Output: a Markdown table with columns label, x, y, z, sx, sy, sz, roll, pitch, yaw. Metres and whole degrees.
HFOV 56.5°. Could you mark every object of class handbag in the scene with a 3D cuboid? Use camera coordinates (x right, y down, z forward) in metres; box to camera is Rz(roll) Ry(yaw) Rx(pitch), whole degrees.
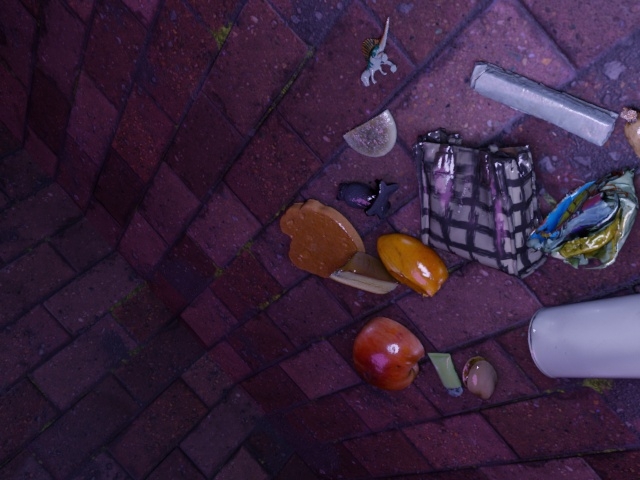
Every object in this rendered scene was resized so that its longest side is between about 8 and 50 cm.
| label | x | y | z | sx | sy | sz | roll | pitch | yaw |
| --- | --- | --- | --- | --- | --- | --- | --- | --- | --- |
| handbag | 0.393 | -0.098 | 1.502 | 0.325 | 0.162 | 0.327 | 23 | 135 | 49 |

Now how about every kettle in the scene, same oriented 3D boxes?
| label | x | y | z | sx | sy | sz | roll | pitch | yaw |
| --- | --- | --- | --- | --- | --- | --- | --- | --- | --- |
| kettle | 0.735 | 0.248 | 1.512 | 0.318 | 0.264 | 0.205 | -20 | 76 | 51 |

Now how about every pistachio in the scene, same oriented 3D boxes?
| label | x | y | z | sx | sy | sz | roll | pitch | yaw |
| --- | --- | --- | --- | --- | --- | --- | --- | --- | --- |
| pistachio | 0.522 | 0.448 | 1.948 | 0.113 | 0.113 | 0.149 | 11 | 123 | 38 |

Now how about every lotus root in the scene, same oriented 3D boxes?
| label | x | y | z | sx | sy | sz | roll | pitch | yaw |
| --- | --- | --- | --- | --- | --- | --- | --- | --- | --- |
| lotus root | 0.671 | -0.217 | 1.231 | 0.152 | 0.063 | 0.072 | 50 | 153 | -9 |

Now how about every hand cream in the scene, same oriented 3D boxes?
| label | x | y | z | sx | sy | sz | roll | pitch | yaw |
| --- | --- | --- | --- | --- | --- | --- | --- | --- | --- |
| hand cream | 0.445 | 0.466 | 2.086 | 0.095 | 0.046 | 0.175 | -9 | 110 | 49 |

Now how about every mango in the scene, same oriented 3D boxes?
| label | x | y | z | sx | sy | sz | roll | pitch | yaw |
| --- | --- | --- | --- | --- | --- | --- | --- | --- | --- |
| mango | 0.276 | 0.065 | 1.822 | 0.252 | 0.126 | 0.154 | 39 | 154 | 22 |

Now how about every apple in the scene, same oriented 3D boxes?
| label | x | y | z | sx | sy | sz | roll | pitch | yaw |
| --- | --- | --- | --- | --- | --- | --- | --- | --- | --- |
| apple | 0.232 | 0.441 | 2.173 | 0.251 | 0.163 | 0.293 | 23 | 138 | 30 |

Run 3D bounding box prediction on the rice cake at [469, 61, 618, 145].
| label | x | y | z | sx | sy | sz | roll | pitch | yaw |
| --- | --- | --- | --- | --- | --- | --- | --- | --- | --- |
| rice cake | 0.485 | -0.311 | 1.326 | 0.336 | 0.063 | 0.066 | 31 | 137 | 20 |

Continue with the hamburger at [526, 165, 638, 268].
| label | x | y | z | sx | sy | sz | roll | pitch | yaw |
| --- | --- | --- | --- | --- | --- | --- | --- | --- | --- |
| hamburger | 0.597 | -0.023 | 1.314 | 0.150 | 0.276 | 0.260 | 49 | 136 | 1 |

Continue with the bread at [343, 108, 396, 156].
| label | x | y | z | sx | sy | sz | roll | pitch | yaw |
| --- | --- | --- | --- | --- | --- | --- | --- | --- | --- |
| bread | 0.150 | -0.287 | 1.697 | 0.193 | 0.036 | 0.112 | -19 | 110 | 51 |

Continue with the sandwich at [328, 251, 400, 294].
| label | x | y | z | sx | sy | sz | roll | pitch | yaw |
| --- | --- | --- | --- | --- | --- | --- | --- | --- | --- |
| sandwich | 0.140 | 0.108 | 1.963 | 0.257 | 0.096 | 0.094 | 19 | 130 | -33 |

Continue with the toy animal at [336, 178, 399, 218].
| label | x | y | z | sx | sy | sz | roll | pitch | yaw |
| --- | --- | --- | --- | --- | --- | --- | --- | --- | --- |
| toy animal | 0.142 | -0.137 | 1.825 | 0.117 | 0.121 | 0.210 | 18 | -176 | -38 |

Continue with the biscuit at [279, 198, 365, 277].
| label | x | y | z | sx | sy | sz | roll | pitch | yaw |
| --- | --- | --- | --- | --- | --- | --- | --- | --- | --- |
| biscuit | 0.000 | 0.000 | 2.084 | 0.351 | 0.057 | 0.312 | -9 | 117 | 46 |

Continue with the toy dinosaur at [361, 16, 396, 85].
| label | x | y | z | sx | sy | sz | roll | pitch | yaw |
| --- | --- | --- | --- | --- | --- | --- | --- | --- | --- |
| toy dinosaur | 0.140 | -0.482 | 1.530 | 0.106 | 0.044 | 0.188 | 32 | 144 | 43 |
